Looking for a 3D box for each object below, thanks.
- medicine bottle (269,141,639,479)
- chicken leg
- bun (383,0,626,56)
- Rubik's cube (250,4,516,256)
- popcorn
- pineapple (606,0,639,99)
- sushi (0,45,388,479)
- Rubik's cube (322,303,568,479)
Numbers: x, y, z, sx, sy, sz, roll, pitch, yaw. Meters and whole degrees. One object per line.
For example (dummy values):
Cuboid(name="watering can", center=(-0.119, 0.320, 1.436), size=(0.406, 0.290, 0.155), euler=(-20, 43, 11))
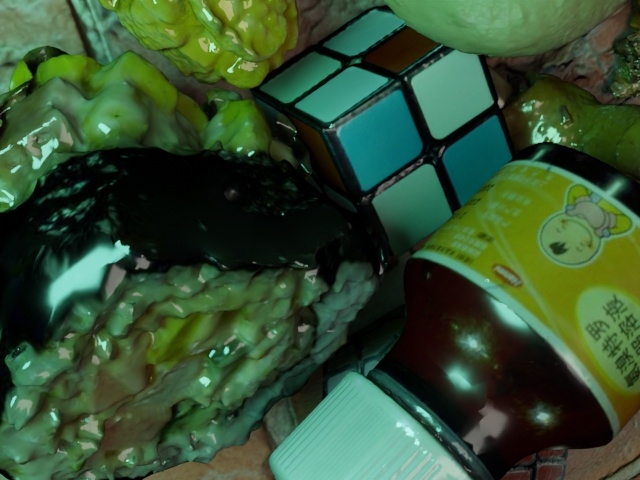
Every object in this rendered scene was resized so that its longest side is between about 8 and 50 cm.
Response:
Cuboid(name="medicine bottle", center=(0.149, 0.121, 0.773), size=(0.395, 0.242, 0.242), euler=(-49, 125, -9))
Cuboid(name="chicken leg", center=(0.304, -0.104, 0.925), size=(0.409, 0.295, 0.182), euler=(35, 85, -6))
Cuboid(name="bun", center=(0.166, -0.349, 0.729), size=(0.364, 0.202, 0.364), euler=(8, 73, -26))
Cuboid(name="Rubik's cube", center=(0.065, -0.114, 0.880), size=(0.183, 0.180, 0.167), euler=(-35, 123, -9))
Cuboid(name="popcorn", center=(-0.106, -0.223, 0.766), size=(0.163, 0.140, 0.194), euler=(-30, 121, -20))
Cuboid(name="pineapple", center=(0.445, -0.230, 1.065), size=(0.164, 0.140, 0.249), euler=(-30, 126, -13))
Cuboid(name="sushi", center=(-0.162, 0.023, 0.754), size=(0.328, 0.285, 0.328), euler=(-7, 136, -40))
Cuboid(name="Rubik's cube", center=(0.135, 0.219, 1.014), size=(0.319, 0.319, 0.264), euler=(6, 135, -30))
